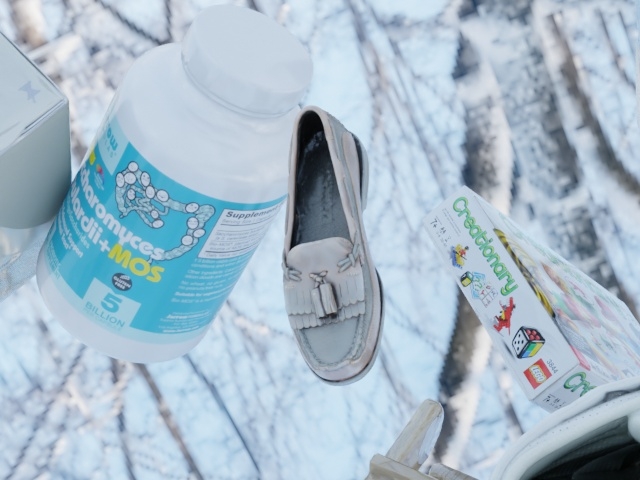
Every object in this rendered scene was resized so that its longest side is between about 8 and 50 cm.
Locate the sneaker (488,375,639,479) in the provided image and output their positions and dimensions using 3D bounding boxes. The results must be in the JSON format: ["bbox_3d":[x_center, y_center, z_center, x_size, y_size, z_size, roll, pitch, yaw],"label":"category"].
[{"bbox_3d":[0.215,0.121,0.807,0.293,0.169,0.108,-15,-110,-6],"label":"sneaker"}]

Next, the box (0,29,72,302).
[{"bbox_3d":[-0.255,-0.046,1.210,0.113,0.094,0.275,-40,168,-21],"label":"box"}]

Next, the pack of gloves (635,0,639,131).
[{"bbox_3d":[0.317,-0.145,1.410,0.046,0.232,0.195,-9,-140,2],"label":"pack of gloves"}]

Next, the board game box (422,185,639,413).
[{"bbox_3d":[0.218,0.088,1.337,0.053,0.305,0.193,-41,-128,15],"label":"board game box"}]

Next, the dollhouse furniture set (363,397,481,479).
[{"bbox_3d":[0.192,0.291,1.042,0.355,0.303,0.174,21,-137,20],"label":"dollhouse furniture set"}]

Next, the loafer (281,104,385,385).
[{"bbox_3d":[0.000,0.000,0.691,0.045,0.039,0.125,-13,-121,17],"label":"loafer"}]

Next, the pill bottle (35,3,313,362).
[{"bbox_3d":[-0.102,-0.043,1.183,0.264,0.146,0.146,-59,-170,35],"label":"pill bottle"}]
